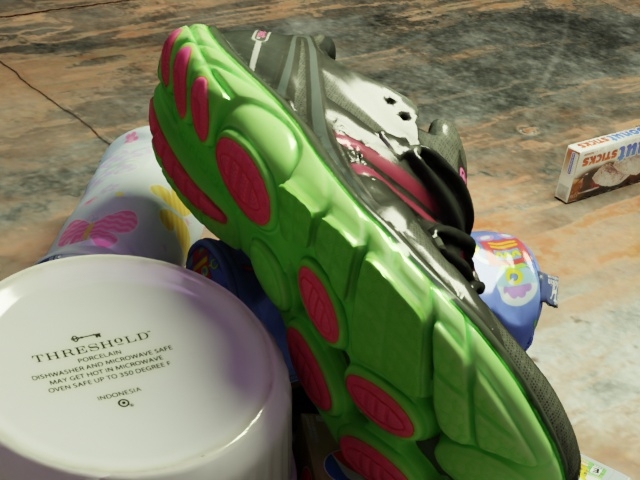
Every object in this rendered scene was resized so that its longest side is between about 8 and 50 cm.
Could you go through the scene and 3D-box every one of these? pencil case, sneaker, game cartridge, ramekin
[{"bbox_3d":[0.039,0.058,1.136,0.306,0.119,0.133,-1,53,-22],"label":"pencil case"},{"bbox_3d":[0.050,-0.006,0.983,0.202,0.185,0.483,-16,54,-27],"label":"sneaker"},{"bbox_3d":[0.197,0.186,1.069,0.083,0.017,0.056,23,35,21],"label":"game cartridge"},{"bbox_3d":[-0.169,0.003,1.169,0.124,0.113,0.273,-26,21,22],"label":"pencil case"},{"bbox_3d":[-0.140,0.123,0.921,0.272,0.127,0.273,7,38,-6],"label":"ramekin"}]

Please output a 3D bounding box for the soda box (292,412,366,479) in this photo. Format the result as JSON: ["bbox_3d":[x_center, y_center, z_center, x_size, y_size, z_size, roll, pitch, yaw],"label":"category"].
[{"bbox_3d":[0.021,0.198,0.941,0.058,0.061,0.181,4,30,-14],"label":"soda box"}]

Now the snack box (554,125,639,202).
[{"bbox_3d":[0.335,-0.091,1.548,0.178,0.064,0.022,-16,37,-39],"label":"snack box"}]
